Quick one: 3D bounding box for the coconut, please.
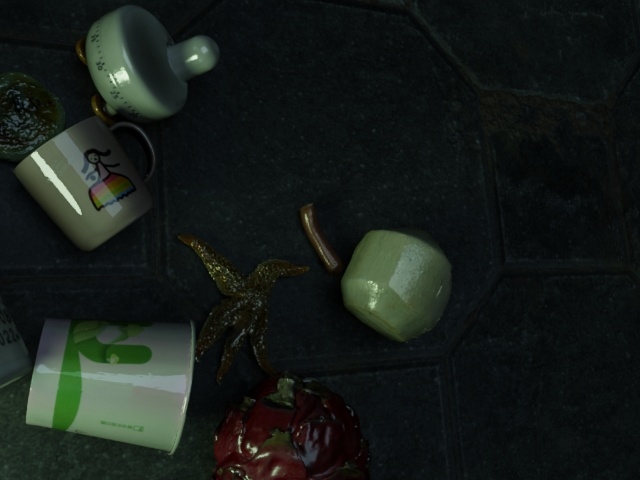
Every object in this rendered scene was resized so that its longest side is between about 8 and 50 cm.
[{"bbox_3d":[0.180,0.085,1.565,0.245,0.245,0.247,37,74,-16],"label":"coconut"}]

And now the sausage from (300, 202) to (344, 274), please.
[{"bbox_3d":[0.001,-0.001,1.595,0.040,0.047,0.177,-32,96,-44],"label":"sausage"}]

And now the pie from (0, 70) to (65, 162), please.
[{"bbox_3d":[-0.589,-0.241,1.344,0.186,0.041,0.187,7,72,-24],"label":"pie"}]

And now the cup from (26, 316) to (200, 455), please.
[{"bbox_3d":[-0.376,0.250,1.261,0.273,0.253,0.253,10,75,-16],"label":"cup"}]

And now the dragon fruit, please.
[{"bbox_3d":[-0.056,0.425,1.343,0.329,0.329,0.330,5,78,-26],"label":"dragon fruit"}]

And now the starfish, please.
[{"bbox_3d":[-0.180,0.154,1.454,0.301,0.084,0.294,18,71,-27],"label":"starfish"}]

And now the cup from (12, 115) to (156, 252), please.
[{"bbox_3d":[-0.417,-0.117,1.332,0.253,0.191,0.200,-43,103,-34],"label":"cup"}]

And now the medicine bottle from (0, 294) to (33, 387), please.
[{"bbox_3d":[-0.642,0.092,1.123,0.211,0.211,0.372,-27,90,-28],"label":"medicine bottle"}]

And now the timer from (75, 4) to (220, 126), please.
[{"bbox_3d":[-0.341,-0.355,1.384,0.233,0.240,0.234,-17,90,-71],"label":"timer"}]
